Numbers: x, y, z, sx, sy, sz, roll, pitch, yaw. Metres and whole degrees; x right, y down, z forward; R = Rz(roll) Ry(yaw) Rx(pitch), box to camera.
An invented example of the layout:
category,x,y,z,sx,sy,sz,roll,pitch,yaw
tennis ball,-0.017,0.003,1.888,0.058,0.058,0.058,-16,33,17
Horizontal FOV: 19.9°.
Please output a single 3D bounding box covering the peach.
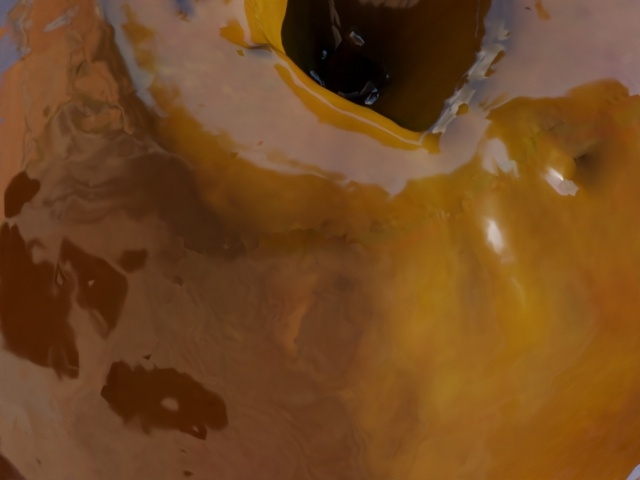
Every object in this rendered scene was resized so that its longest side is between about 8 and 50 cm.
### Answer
category,x,y,z,sx,sy,sz,roll,pitch,yaw
peach,0.000,0.000,0.736,0.343,0.343,0.301,17,-34,2
